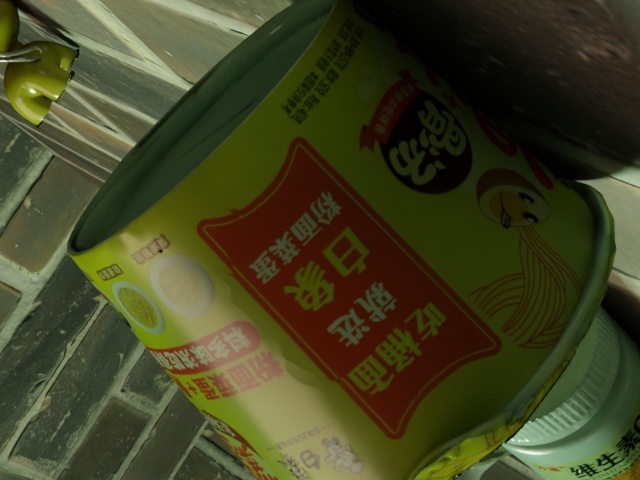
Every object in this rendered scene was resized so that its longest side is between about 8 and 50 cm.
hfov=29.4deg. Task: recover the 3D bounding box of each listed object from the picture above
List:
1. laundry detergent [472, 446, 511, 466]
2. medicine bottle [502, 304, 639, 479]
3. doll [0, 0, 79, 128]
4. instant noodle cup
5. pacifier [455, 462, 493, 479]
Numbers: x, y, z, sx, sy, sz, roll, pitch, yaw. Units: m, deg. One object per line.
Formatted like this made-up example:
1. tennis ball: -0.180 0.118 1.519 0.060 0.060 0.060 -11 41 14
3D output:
1. laundry detergent: 0.138 0.115 1.352 0.253 0.091 0.181 -120 23 -47
2. medicine bottle: 0.252 0.159 1.170 0.158 0.158 0.318 26 170 43
3. doll: -0.404 -0.239 1.463 0.221 0.143 0.135 34 -153 -20
4. instant noodle cup: 0.000 0.000 0.769 0.221 0.311 0.311 44 169 -17
5. pacifier: 0.229 0.228 1.534 0.220 0.273 0.332 11 164 24
